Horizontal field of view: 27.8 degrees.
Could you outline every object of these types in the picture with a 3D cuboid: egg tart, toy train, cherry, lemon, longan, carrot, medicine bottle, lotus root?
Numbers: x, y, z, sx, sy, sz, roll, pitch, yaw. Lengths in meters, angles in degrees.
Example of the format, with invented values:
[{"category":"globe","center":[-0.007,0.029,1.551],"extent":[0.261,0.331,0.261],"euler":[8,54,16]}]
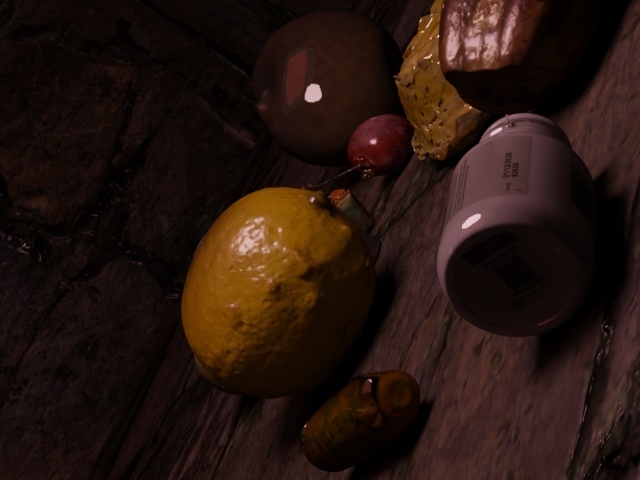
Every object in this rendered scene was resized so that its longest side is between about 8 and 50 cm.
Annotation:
[{"category":"egg tart","center":[0.202,-0.268,1.809],"extent":[0.345,0.132,0.345],"euler":[-58,10,16]},{"category":"toy train","center":[0.000,0.000,2.023],"extent":[0.188,0.072,0.099],"euler":[-45,19,-16]},{"category":"cherry","center":[0.068,-0.128,2.042],"extent":[0.225,0.090,0.107],"euler":[-39,31,-30]},{"category":"lemon","center":[-0.056,0.070,1.706],"extent":[0.260,0.260,0.284],"euler":[-168,89,-79]},{"category":"longan","center":[0.021,-0.277,2.337],"extent":[0.288,0.288,0.350],"euler":[-53,22,27]},{"category":"carrot","center":[0.043,0.188,1.359],"extent":[0.173,0.082,0.082],"euler":[-43,18,56]},{"category":"medicine bottle","center":[0.180,-0.025,1.165],"extent":[0.135,0.135,0.215],"euler":[-52,12,34]},{"category":"lotus root","center":[0.254,-0.280,1.516],"extent":[0.291,0.193,0.193],"euler":[-65,12,-20]}]

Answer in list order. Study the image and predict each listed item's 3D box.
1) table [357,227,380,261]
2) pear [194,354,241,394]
[{"category":"table","center":[0.035,0.046,1.914],"extent":[0.133,0.043,0.133],"euler":[-56,11,16]},{"category":"pear","center":[-0.130,0.168,2.091],"extent":[0.167,0.136,0.167],"euler":[-57,13,21]}]
